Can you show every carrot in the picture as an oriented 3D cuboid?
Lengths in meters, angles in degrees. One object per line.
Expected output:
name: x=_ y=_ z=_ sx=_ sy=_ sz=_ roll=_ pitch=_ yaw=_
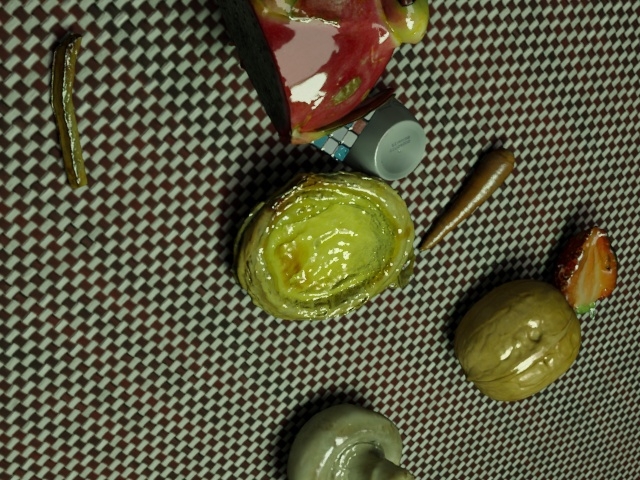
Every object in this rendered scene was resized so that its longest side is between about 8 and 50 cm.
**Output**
carrot: x=0.233 y=-0.062 z=1.785 sx=0.216 sy=0.048 sz=0.048 roll=-49 pitch=134 yaw=7

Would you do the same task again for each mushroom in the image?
mushroom: x=0.056 y=0.378 z=1.827 sx=0.206 sy=0.209 sz=0.206 roll=-39 pitch=159 yaw=-18

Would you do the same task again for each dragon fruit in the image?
dragon fruit: x=0.004 y=-0.283 z=1.294 sx=0.226 sy=0.305 sz=0.305 roll=-25 pitch=130 yaw=-9

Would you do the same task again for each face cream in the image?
face cream: x=0.083 y=-0.145 z=1.572 sx=0.117 sy=0.104 sz=0.117 roll=-18 pitch=126 yaw=-27

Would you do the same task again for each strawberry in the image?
strawberry: x=0.465 y=0.056 z=1.997 sx=0.140 sy=0.085 sz=0.192 roll=-44 pitch=133 yaw=-4

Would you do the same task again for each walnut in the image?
walnut: x=0.339 y=0.169 z=1.911 sx=0.226 sy=0.193 sz=0.193 roll=-31 pitch=131 yaw=-14

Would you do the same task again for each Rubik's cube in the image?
Rubik's cube: x=0.001 y=-0.176 z=1.501 sx=0.092 sy=0.092 sz=0.092 roll=28 pitch=98 yaw=-43

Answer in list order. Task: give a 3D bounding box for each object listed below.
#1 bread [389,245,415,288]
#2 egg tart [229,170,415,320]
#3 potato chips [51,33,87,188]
bread: x=0.113 y=0.019 z=1.733 sx=0.066 sy=0.060 sz=0.110 roll=-12 pitch=128 yaw=5
egg tart: x=0.000 y=0.000 z=1.594 sx=0.279 sy=0.095 sz=0.279 roll=-12 pitch=131 yaw=-14
potato chips: x=-0.301 y=-0.149 z=1.341 sx=0.037 sy=0.026 sz=0.204 roll=-25 pitch=130 yaw=-40
